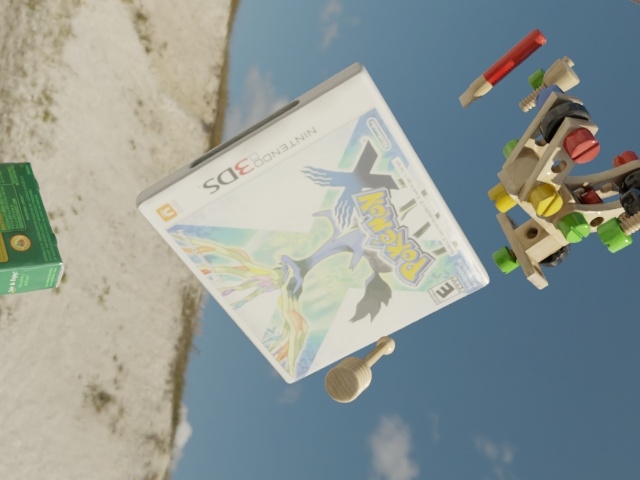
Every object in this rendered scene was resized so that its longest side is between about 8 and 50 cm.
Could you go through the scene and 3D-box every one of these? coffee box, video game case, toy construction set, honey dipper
[{"bbox_3d":[-0.308,-0.005,0.601,0.113,0.184,0.040,62,-39,25],"label":"coffee box"},{"bbox_3d":[0.000,0.000,0.921,0.299,0.329,0.036,-29,-150,13],"label":"video game case"},{"bbox_3d":[0.282,-0.084,1.024,0.237,0.257,0.309,-39,-111,29],"label":"toy construction set"},{"bbox_3d":[0.043,0.108,0.682,0.160,0.030,0.031,-12,121,-70],"label":"honey dipper"}]

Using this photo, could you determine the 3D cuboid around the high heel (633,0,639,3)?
[{"bbox_3d":[0.184,-0.270,0.562,0.244,0.082,0.117,41,-67,28],"label":"high heel"}]
